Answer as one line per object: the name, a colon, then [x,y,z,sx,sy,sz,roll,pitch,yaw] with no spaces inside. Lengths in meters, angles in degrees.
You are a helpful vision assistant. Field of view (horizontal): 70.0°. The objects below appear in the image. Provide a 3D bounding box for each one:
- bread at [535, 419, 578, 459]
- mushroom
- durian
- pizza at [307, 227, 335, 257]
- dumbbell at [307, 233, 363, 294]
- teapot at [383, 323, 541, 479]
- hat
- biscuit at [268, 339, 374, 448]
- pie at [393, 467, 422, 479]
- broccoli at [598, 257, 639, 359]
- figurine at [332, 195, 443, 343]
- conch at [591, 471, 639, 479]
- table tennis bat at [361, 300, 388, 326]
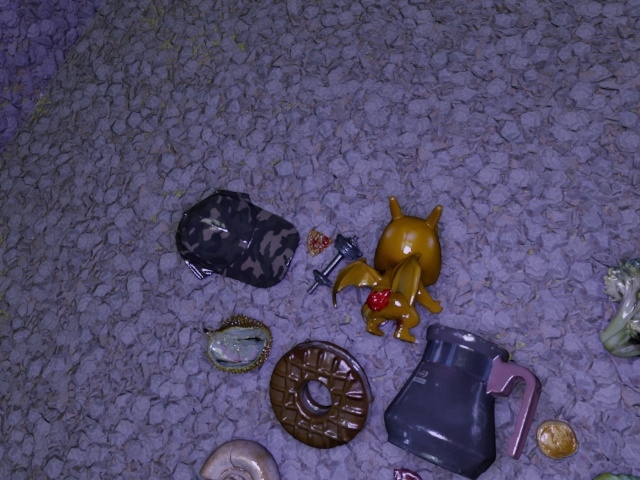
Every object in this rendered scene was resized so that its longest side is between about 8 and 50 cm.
bread: [0.667,0.563,1.292,0.110,0.024,0.110,-4,72,11]
mushroom: [-0.228,0.706,1.369,0.253,0.195,0.189,32,79,17]
durian: [-0.270,0.341,1.516,0.237,0.138,0.194,20,82,15]
pizza: [-0.014,-0.003,1.617,0.100,0.029,0.099,-33,68,2]
dumbbell: [0.042,0.082,1.545,0.110,0.110,0.254,42,92,20]
teapot: [0.382,0.432,1.242,0.376,0.305,0.362,2,62,49]
hat: [-0.288,-0.008,1.600,0.381,0.257,0.366,14,79,36]
biscuit: [-0.005,0.467,1.389,0.331,0.103,0.332,2,95,22]
pie: [0.213,0.764,1.296,0.218,0.054,0.205,-15,68,10]
broccoli: [0.894,0.216,1.230,0.348,0.293,0.281,56,129,31]
figurine: [0.244,0.095,1.357,0.268,0.401,0.387,25,73,-14]
conch: [0.765,0.672,1.211,0.200,0.079,0.095,-39,82,18]
table tennis bat: [0.193,0.211,1.513,0.098,0.019,0.155,16,81,17]
